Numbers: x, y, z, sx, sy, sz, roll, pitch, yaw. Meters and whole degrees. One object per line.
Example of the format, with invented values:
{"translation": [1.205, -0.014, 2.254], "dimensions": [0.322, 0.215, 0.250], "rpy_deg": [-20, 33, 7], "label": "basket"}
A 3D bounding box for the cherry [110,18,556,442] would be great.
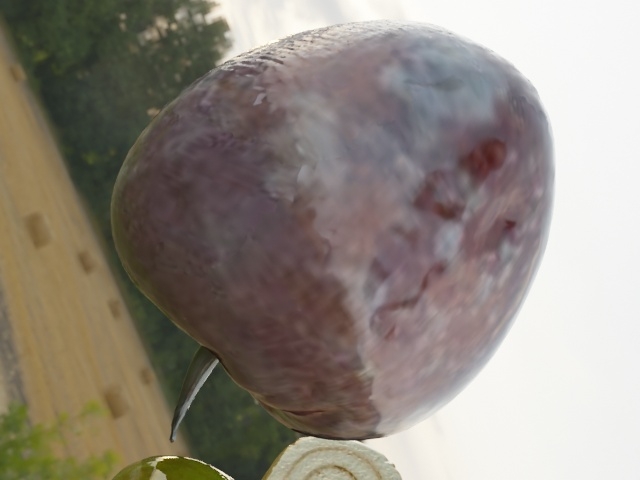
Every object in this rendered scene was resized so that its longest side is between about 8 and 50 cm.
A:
{"translation": [0.000, 0.000, 0.707], "dimensions": [0.213, 0.285, 0.236], "rpy_deg": [43, 4, 36], "label": "cherry"}

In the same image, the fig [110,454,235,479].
{"translation": [-0.036, 0.167, 0.572], "dimensions": [0.166, 0.093, 0.093], "rpy_deg": [29, -20, 13], "label": "fig"}

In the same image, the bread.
{"translation": [0.000, 0.225, 0.977], "dimensions": [0.149, 0.122, 0.073], "rpy_deg": [-59, 162, -50], "label": "bread"}
